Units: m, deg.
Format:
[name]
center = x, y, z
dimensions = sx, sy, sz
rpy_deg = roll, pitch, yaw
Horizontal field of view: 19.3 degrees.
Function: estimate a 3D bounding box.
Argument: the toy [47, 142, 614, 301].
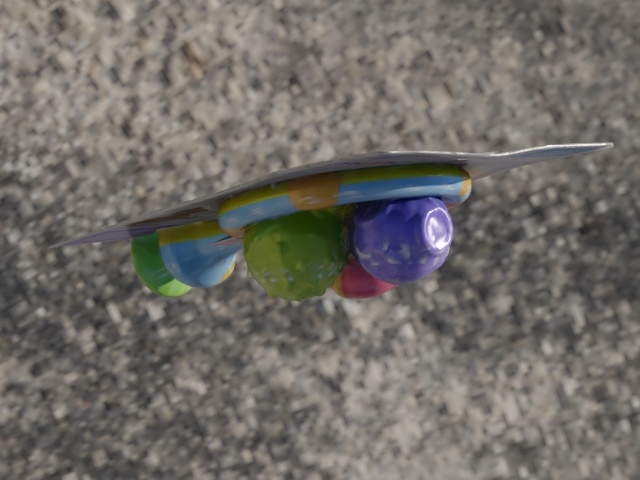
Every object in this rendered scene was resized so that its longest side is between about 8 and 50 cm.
[toy]
center = 0.000, 0.000, 0.833
dimensions = 0.137, 0.237, 0.056
rpy_deg = -5, 88, -41
